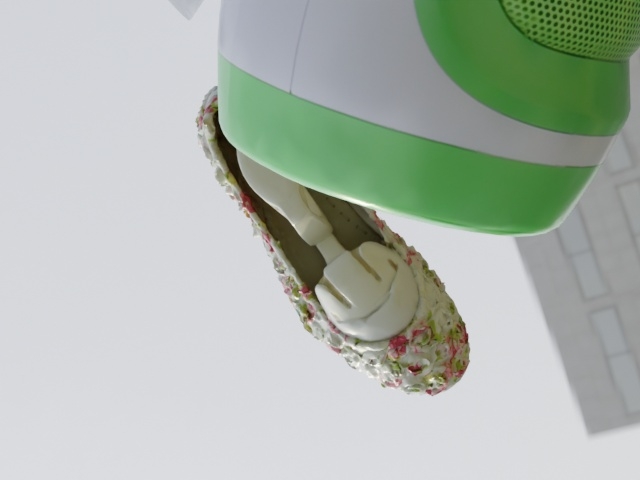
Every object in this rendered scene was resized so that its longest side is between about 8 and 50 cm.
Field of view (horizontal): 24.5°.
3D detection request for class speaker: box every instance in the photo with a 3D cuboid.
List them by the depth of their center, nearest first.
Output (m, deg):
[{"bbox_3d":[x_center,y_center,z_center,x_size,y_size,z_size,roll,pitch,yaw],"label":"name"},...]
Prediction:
[{"bbox_3d":[0.061,-0.157,0.404,0.131,0.131,0.296,-11,-60,-59],"label":"speaker"}]

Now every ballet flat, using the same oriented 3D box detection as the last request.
[{"bbox_3d":[0.000,0.000,0.904,0.241,0.091,0.077,50,-176,7],"label":"ballet flat"}]

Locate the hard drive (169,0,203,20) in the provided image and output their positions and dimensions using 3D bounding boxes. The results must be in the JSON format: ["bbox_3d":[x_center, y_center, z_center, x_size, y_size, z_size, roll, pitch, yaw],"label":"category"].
[{"bbox_3d":[-0.057,-0.288,1.102,0.054,0.255,0.172,25,-114,-12],"label":"hard drive"}]
